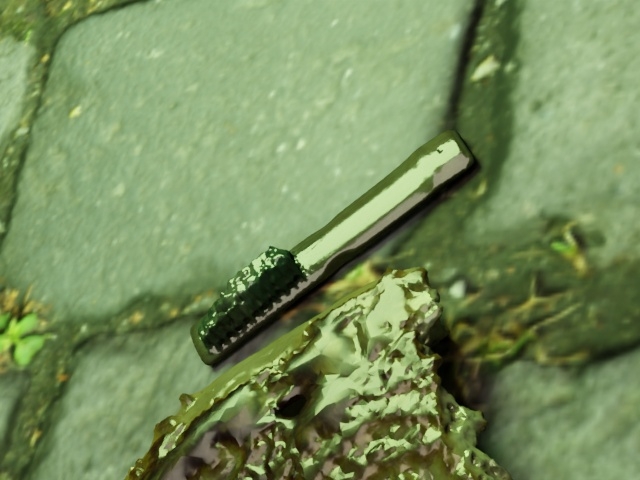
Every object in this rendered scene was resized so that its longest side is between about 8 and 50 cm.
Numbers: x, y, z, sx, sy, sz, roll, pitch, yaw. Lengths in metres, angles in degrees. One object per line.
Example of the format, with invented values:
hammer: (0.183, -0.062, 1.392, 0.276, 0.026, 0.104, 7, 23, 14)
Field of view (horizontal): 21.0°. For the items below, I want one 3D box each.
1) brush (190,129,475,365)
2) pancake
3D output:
brush: (0.000, 0.000, 0.945, 0.190, 0.027, 0.034, -37, 44, 12)
pancake: (0.004, 0.140, 0.832, 0.244, 0.057, 0.266, 29, 85, 40)
